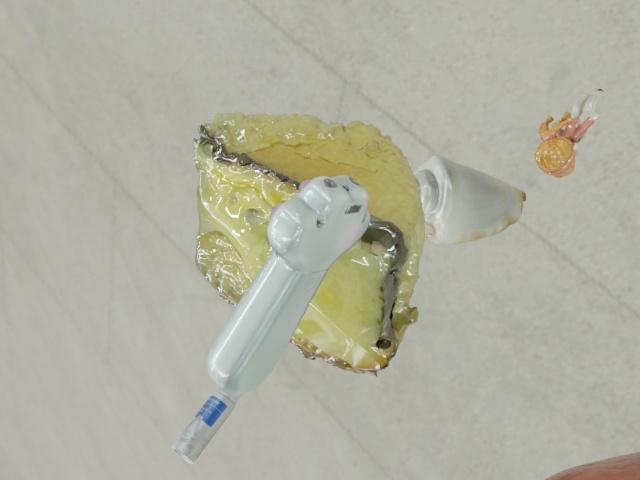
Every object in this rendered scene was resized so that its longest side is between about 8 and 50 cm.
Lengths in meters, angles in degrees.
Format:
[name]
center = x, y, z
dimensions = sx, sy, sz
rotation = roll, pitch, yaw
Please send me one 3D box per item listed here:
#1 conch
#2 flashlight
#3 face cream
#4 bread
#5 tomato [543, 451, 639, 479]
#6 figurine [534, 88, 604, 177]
[conch]
center = 0.180, -0.049, 1.245
dimensions = 0.094, 0.176, 0.104
rotation = -53, 34, 36
[flashlight]
center = -0.030, 0.035, 0.726
dimensions = 0.047, 0.093, 0.200
rotation = 43, 119, 26
[face cream]
center = -0.128, 0.209, 1.165
dimensions = 0.034, 0.130, 0.034
rotation = 31, 155, 17
[bread]
center = 0.000, 0.000, 0.897
dimensions = 0.262, 0.162, 0.204
rotation = 34, 132, 31
[tomato]
center = 0.190, 0.168, 0.508
dimensions = 0.082, 0.174, 0.166
rotation = 62, -178, -44
[figurine]
center = 0.249, -0.112, 0.963
dimensions = 0.047, 0.109, 0.064
rotation = 43, 156, -20
